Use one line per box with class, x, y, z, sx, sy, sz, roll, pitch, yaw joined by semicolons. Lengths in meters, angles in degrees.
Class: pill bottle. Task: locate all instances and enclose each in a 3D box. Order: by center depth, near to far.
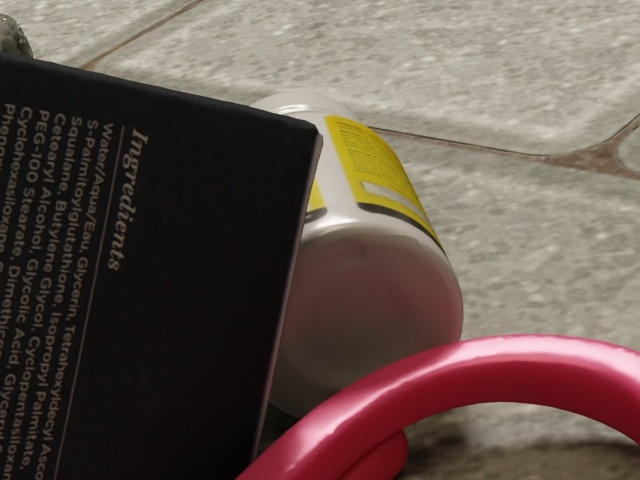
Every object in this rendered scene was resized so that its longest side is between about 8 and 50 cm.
pill bottle;0.000;0.000;0.928;0.119;0.119;0.208;-13;28;-3

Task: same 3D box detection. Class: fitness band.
fitness band;0.058;0.135;0.724;0.209;0.054;0.291;12;37;37

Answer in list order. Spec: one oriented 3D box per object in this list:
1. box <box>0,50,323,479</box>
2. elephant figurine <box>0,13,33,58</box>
box;-0.249;0.000;0.746;0.293;0.212;0.395;14;5;41
elephant figurine;-0.297;-0.054;1.100;0.239;0.169;0.186;-37;27;-31
